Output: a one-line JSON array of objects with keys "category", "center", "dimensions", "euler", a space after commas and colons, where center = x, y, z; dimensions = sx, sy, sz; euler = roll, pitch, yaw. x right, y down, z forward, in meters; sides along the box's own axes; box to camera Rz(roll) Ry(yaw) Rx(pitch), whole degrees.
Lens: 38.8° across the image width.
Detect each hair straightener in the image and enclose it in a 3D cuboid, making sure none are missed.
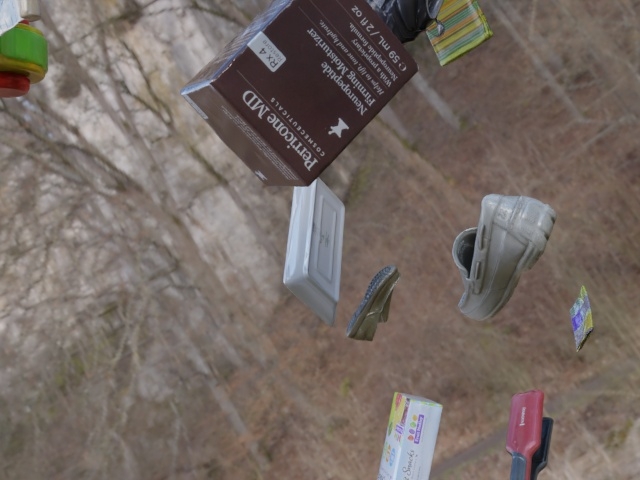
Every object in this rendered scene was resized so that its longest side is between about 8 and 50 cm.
[{"category": "hair straightener", "center": [0.236, 0.266, 0.989], "dimensions": [0.047, 0.089, 0.230], "euler": [-17, 24, 20]}]

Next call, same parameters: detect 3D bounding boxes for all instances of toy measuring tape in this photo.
[{"category": "toy measuring tape", "center": [-0.395, -0.261, 1.198], "dimensions": [0.121, 0.121, 0.330], "euler": [-20, 7, -37]}]

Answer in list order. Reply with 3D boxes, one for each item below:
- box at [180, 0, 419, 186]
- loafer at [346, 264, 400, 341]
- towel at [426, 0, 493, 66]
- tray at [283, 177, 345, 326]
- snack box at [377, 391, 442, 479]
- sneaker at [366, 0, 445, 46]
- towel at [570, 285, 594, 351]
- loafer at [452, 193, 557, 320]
[{"category": "box", "center": [-0.028, -0.192, 1.093], "dimensions": [0.203, 0.168, 0.167], "euler": [-48, 18, -12]}, {"category": "loafer", "center": [0.096, 0.107, 1.518], "dimensions": [0.148, 0.050, 0.056], "euler": [-59, 11, 17]}, {"category": "towel", "center": [0.182, -0.403, 1.445], "dimensions": [0.102, 0.237, 0.021], "euler": [-29, -5, 39]}, {"category": "tray", "center": [0.000, 0.000, 1.548], "dimensions": [0.030, 0.270, 0.145], "euler": [-21, -45, 28]}, {"category": "snack box", "center": [0.087, 0.232, 0.939], "dimensions": [0.037, 0.141, 0.100], "euler": [12, -6, -3]}, {"category": "sneaker", "center": [0.093, -0.384, 1.252], "dimensions": [0.153, 0.268, 0.101], "euler": [-14, -5, 23]}, {"category": "towel", "center": [0.380, 0.114, 1.320], "dimensions": [0.009, 0.083, 0.060], "euler": [8, -41, -3]}, {"category": "loafer", "center": [0.250, 0.024, 1.342], "dimensions": [0.319, 0.111, 0.112], "euler": [103, -166, -60]}]
